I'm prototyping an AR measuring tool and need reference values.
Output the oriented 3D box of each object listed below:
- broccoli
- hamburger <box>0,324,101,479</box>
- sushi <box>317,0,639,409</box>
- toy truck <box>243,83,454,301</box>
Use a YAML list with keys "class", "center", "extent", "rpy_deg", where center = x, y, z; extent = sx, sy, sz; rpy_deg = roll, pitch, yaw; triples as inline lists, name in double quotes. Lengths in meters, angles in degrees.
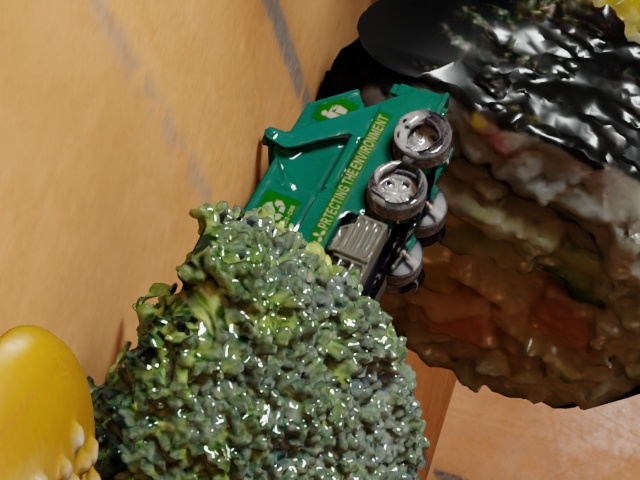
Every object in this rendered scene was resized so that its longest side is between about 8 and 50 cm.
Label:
- class: "broccoli"
  center: [-0.046, 0.097, 0.958]
  extent: [0.198, 0.226, 0.176]
  rpy_deg: [-27, -172, -26]
- class: "hamburger"
  center: [-0.132, 0.086, 0.571]
  extent: [0.162, 0.115, 0.162]
  rpy_deg: [18, 90, -80]
- class: "sushi"
  center: [0.170, -0.073, 1.456]
  extent: [0.328, 0.328, 0.285]
  rpy_deg: [88, 27, -51]
- class: "toy truck"
  center: [0.000, 0.000, 1.220]
  extent: [0.110, 0.116, 0.216]
  rpy_deg: [87, 28, -59]
